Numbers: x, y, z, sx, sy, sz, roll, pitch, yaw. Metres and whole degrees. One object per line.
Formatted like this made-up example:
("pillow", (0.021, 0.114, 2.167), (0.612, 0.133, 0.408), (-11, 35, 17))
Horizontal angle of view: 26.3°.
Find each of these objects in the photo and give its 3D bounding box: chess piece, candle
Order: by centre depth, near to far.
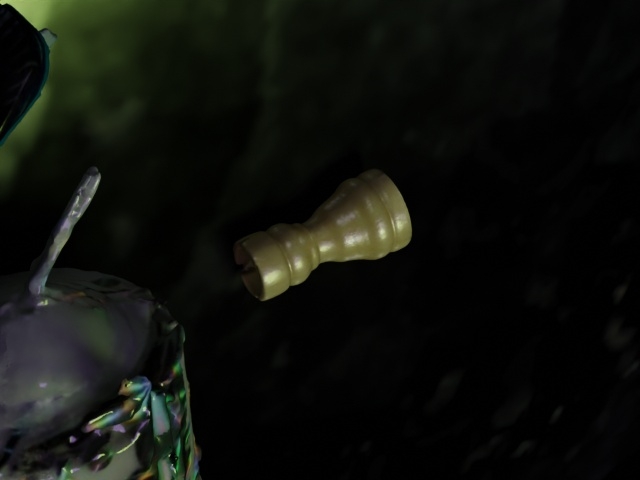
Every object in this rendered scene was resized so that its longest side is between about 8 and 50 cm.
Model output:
("candle", (-0.164, 0.108, 0.835), (0.187, 0.187, 0.330), (-25, 135, -26))
("chess piece", (0.000, 0.000, 0.994), (0.122, 0.066, 0.066), (-26, 136, -18))

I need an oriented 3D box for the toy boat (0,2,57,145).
("toy boat", (-0.262, -0.019, 0.703), (0.299, 0.134, 0.092), (-45, 176, 3))
